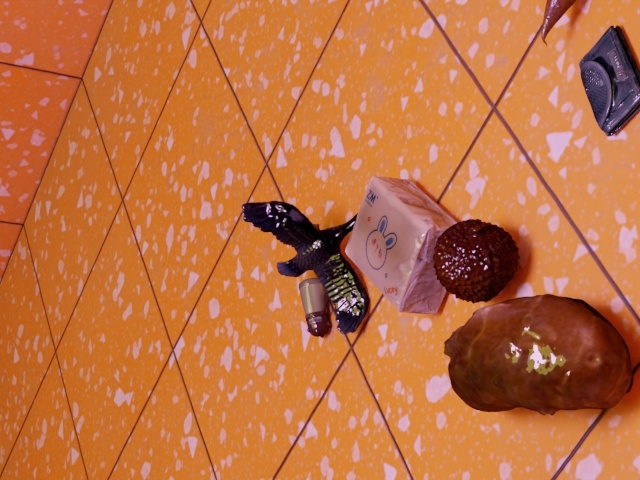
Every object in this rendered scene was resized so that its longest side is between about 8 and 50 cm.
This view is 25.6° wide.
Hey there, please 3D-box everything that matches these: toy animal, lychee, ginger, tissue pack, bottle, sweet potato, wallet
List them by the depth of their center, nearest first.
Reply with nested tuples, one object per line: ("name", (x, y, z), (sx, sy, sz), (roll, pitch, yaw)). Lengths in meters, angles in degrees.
("ginger", (0.263, 0.145, 1.829), (0.165, 0.172, 0.321), (-48, 17, -24))
("wallet", (0.380, -0.210, 1.846), (0.088, 0.026, 0.129), (-51, 42, 41))
("sweet potato", (0.340, -0.359, 1.922), (0.056, 0.056, 0.195), (21, 92, 59))
("lychee", (0.219, 0.029, 1.980), (0.123, 0.129, 0.123), (-9, 56, 14))
("tissue pack", (0.128, 0.004, 2.160), (0.196, 0.092, 0.148), (48, 124, 54))
("toy animal", (0.001, -0.004, 2.358), (0.197, 0.272, 0.160), (-46, 9, -10))
("bottle", (-0.008, 0.118, 2.416), (0.063, 0.047, 0.101), (98, 163, -68))
